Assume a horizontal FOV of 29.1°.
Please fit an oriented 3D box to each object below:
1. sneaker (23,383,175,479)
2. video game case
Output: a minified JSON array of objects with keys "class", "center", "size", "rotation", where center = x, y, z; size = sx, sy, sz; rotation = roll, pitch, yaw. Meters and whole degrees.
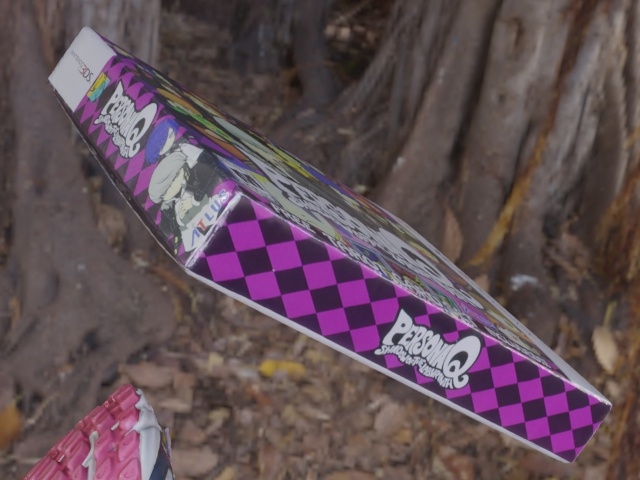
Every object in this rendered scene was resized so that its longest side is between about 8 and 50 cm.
[{"class":"sneaker","center":[-0.111,0.160,0.643],"size":[0.112,0.299,0.121],"rotation":[43,69,1]},{"class":"video game case","center":[0.000,0.000,0.577],"size":[0.232,0.042,0.210],"rotation":[30,9,-35]}]
